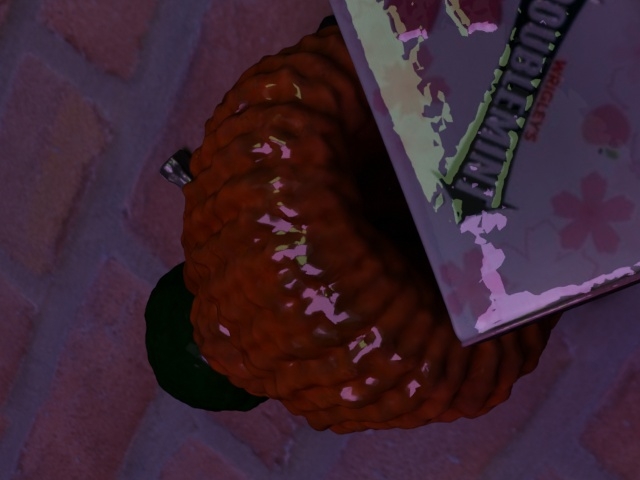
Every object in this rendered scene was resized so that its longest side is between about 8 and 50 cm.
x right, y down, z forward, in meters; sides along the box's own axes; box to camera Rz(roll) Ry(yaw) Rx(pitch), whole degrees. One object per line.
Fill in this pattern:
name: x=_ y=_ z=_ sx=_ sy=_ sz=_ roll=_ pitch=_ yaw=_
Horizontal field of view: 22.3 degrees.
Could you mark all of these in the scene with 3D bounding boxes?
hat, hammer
hat: x=0.000 y=0.000 z=1.221 sx=0.285 sy=0.285 sz=0.400 roll=57 pitch=156 yaw=-9
hammer: x=-0.038 y=-0.089 z=1.296 sx=0.103 sy=0.029 sz=0.246 roll=46 pitch=134 yaw=3

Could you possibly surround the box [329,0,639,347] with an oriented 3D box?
box: x=0.108 y=-0.138 z=0.980 sx=0.190 sy=0.112 sz=0.369 roll=-24 pitch=83 yaw=17
